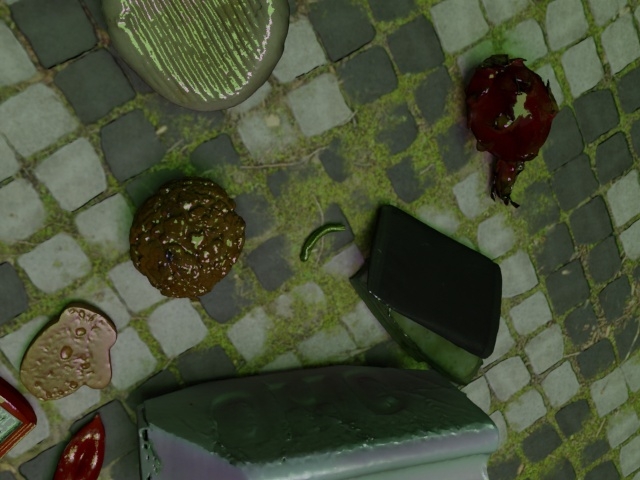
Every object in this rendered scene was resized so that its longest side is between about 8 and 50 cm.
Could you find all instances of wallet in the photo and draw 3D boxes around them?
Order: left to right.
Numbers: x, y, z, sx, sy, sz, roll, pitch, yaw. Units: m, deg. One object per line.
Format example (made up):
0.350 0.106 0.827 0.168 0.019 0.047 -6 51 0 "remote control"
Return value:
0.172 0.061 0.997 0.245 0.052 0.168 29 56 -22 "wallet"

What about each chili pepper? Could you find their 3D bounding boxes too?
-0.342 0.333 0.918 0.059 0.050 0.191 22 88 -6 "chili pepper"
0.000 0.000 0.974 0.083 0.017 0.030 -45 114 -1 "chili pepper"

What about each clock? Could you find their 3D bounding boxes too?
-0.461 0.246 0.852 0.155 0.061 0.113 -43 113 -9 "clock"

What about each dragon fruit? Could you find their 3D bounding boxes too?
0.283 -0.156 0.994 0.125 0.125 0.246 -25 127 -26 "dragon fruit"

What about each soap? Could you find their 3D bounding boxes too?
-0.017 0.292 0.908 0.446 0.261 0.156 -4 105 -17 "soap"

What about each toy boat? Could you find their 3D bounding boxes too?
0.163 0.140 1.045 0.293 0.055 0.093 43 85 -23 "toy boat"

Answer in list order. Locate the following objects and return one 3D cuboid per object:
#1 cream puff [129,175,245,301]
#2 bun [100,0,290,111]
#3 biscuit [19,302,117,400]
-0.171 0.000 0.860 0.150 0.115 0.165 -2 105 -15 "cream puff"
-0.140 -0.275 0.790 0.231 0.133 0.231 1 117 1 "bun"
-0.332 0.158 0.893 0.140 0.023 0.118 -45 113 -5 "biscuit"
